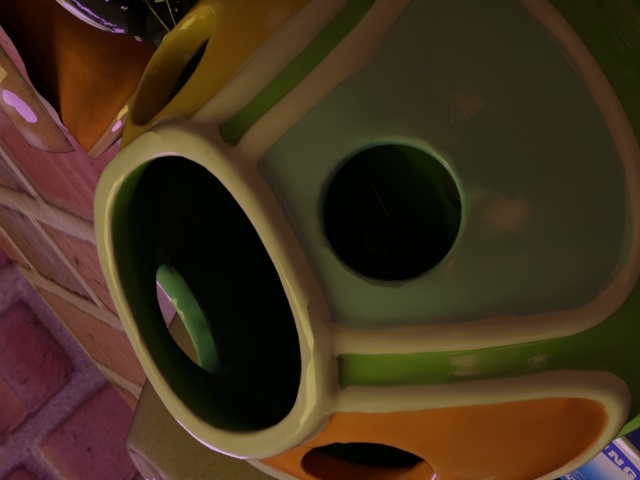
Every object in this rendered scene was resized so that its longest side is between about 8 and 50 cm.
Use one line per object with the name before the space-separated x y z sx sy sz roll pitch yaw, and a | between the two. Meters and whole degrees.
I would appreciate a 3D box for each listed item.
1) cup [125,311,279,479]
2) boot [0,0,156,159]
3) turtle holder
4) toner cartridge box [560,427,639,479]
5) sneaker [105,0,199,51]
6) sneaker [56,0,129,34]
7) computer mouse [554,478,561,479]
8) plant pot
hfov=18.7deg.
cup | -0.014 0.146 1.548 0.331 0.237 0.331 45 166 14
boot | -0.216 -0.175 1.576 0.211 0.104 0.295 50 170 -8
turtle holder | 0.027 -0.043 0.811 0.243 0.227 0.320 8 113 47
toner cartridge box | 0.247 0.174 1.168 0.348 0.075 0.165 47 165 8
sneaker | -0.026 -0.138 1.047 0.109 0.130 0.286 55 163 -19
sneaker | -0.158 -0.228 1.302 0.228 0.086 0.132 57 162 -26
computer mouse | 0.212 0.229 1.365 0.188 0.072 0.272 56 179 -25
plant pot | -0.286 -0.164 1.635 0.236 0.032 0.236 54 175 7
